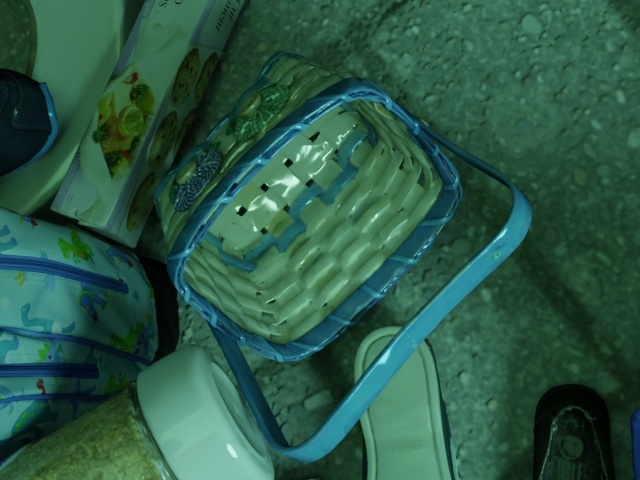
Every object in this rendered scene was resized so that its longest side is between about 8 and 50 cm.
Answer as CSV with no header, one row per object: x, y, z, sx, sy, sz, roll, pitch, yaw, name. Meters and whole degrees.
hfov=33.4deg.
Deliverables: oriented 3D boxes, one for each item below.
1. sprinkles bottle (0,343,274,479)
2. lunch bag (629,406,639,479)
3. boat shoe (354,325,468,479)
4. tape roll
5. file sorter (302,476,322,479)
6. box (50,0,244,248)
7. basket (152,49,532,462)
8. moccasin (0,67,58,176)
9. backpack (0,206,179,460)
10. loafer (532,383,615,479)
-0.211,0.213,0.774,0.355,0.121,0.121,-31,75,1,sprinkles bottle
0.321,0.209,0.714,0.138,0.293,0.221,-39,57,-21,lunch bag
0.071,0.199,0.882,0.095,0.079,0.255,-11,77,16,boat shoe
-0.357,-0.176,1.067,0.392,0.072,0.392,-3,81,16,tape roll
-0.130,0.325,0.875,0.277,0.173,0.193,-16,77,14,file sorter
-0.144,-0.154,0.979,0.063,0.067,0.324,18,78,19,box
0.000,0.000,0.842,0.255,0.201,0.289,-48,46,4,basket
-0.409,-0.074,0.969,0.342,0.117,0.138,-31,75,11,moccasin
-0.305,0.082,0.843,0.290,0.355,0.273,-15,61,12,backpack
0.196,0.224,0.841,0.080,0.078,0.220,-7,80,15,loafer
